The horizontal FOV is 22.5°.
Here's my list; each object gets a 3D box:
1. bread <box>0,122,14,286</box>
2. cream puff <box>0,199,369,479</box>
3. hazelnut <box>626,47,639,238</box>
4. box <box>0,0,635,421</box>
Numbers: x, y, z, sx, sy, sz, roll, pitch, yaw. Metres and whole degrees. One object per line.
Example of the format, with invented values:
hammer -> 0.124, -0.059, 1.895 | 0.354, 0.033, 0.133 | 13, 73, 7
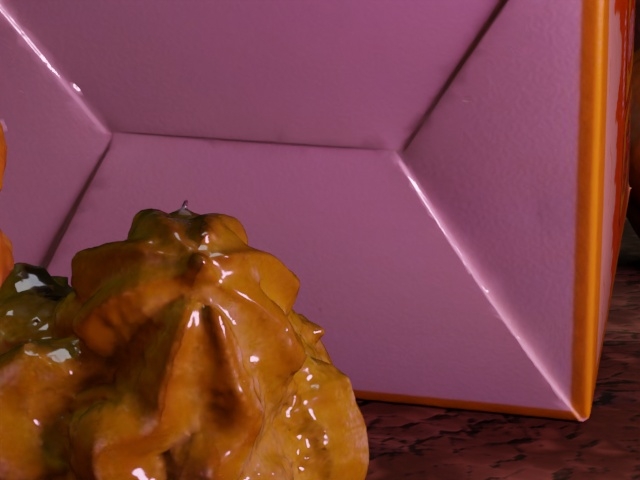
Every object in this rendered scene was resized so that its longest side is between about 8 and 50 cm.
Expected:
bread -> -0.171, 0.005, 0.356 | 0.146, 0.268, 0.268 | 8, 5, -33
cream puff -> -0.055, 0.041, 0.521 | 0.146, 0.116, 0.146 | 1, 13, 0
hazelnut -> 0.271, -0.056, 1.024 | 0.182, 0.182, 0.182 | 2, 10, 0
box -> -0.004, -0.092, 0.725 | 0.283, 0.259, 0.214 | 5, 35, 15
